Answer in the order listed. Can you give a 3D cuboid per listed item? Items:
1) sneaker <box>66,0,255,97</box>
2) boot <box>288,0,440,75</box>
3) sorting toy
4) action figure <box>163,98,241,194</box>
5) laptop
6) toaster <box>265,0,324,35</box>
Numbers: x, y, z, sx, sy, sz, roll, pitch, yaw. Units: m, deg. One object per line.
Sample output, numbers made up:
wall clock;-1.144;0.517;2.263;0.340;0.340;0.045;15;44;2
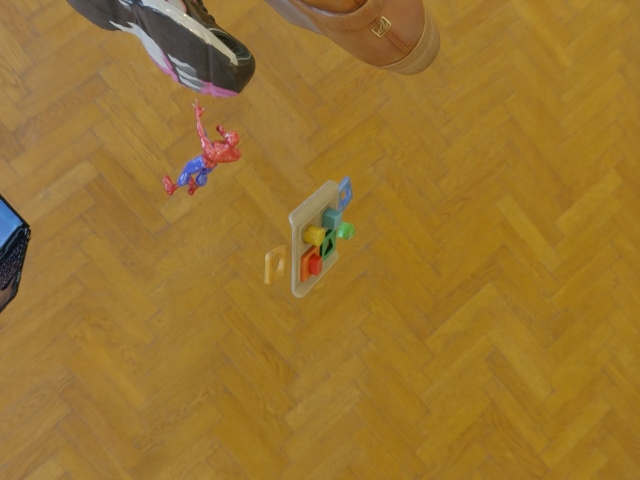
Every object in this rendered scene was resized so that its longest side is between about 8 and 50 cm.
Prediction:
sneaker;-0.122;-0.193;0.492;0.178;0.072;0.077;36;65;3
boot;-0.013;-0.182;0.347;0.197;0.152;0.073;48;110;18
sorting toy;0.000;0.000;1.245;0.047;0.348;0.196;16;127;25
action figure;-0.255;-0.201;1.304;0.091;0.280;0.139;-5;80;-39
laptop;-0.699;0.041;1.213;0.137;0.234;0.264;27;38;-36
toaster;0.018;-0.359;0.794;0.110;0.186;0.168;23;102;-45
